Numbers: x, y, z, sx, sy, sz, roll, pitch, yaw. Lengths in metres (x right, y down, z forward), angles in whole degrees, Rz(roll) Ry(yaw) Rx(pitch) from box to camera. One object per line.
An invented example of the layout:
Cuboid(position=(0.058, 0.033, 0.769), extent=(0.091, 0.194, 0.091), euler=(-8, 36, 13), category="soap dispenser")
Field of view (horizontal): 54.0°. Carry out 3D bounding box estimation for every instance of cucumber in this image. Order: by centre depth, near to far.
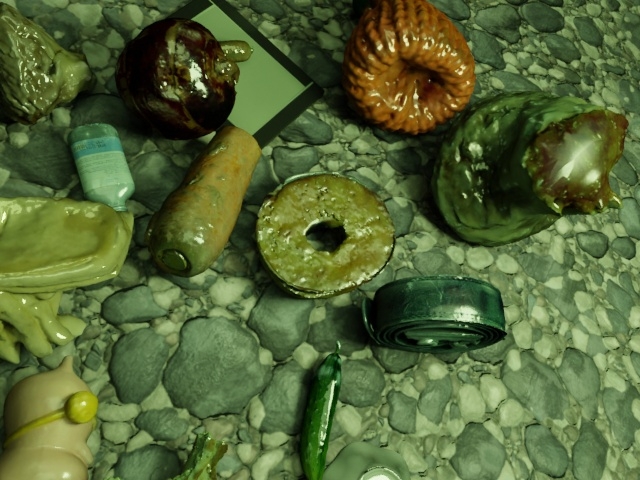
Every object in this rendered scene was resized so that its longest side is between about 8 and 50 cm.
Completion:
Cuboid(position=(0.001, 0.297, 1.105), extent=(0.056, 0.056, 0.250), euler=(18, 65, -12), category="cucumber")

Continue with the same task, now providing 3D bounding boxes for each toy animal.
Cuboid(position=(-0.393, 0.290, 0.903), extent=(0.149, 0.165, 0.248), euler=(14, 58, -9), category="toy animal")

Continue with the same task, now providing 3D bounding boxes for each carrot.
Cuboid(position=(-0.202, -0.069, 1.139), extent=(0.139, 0.138, 0.302), euler=(31, 56, -6), category="carrot")
Cuboid(position=(-0.260, -0.387, 1.283), extent=(0.254, 0.049, 0.049), euler=(-5, 70, -20), category="carrot")

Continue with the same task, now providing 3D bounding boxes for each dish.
Cuboid(position=(0.094, 0.437, 1.071), extent=(0.191, 0.066, 0.190), euler=(7, 66, -17), category="dish")

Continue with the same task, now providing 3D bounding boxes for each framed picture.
Cuboid(position=(-0.192, -0.360, 1.329), extent=(0.347, 0.016, 0.265), euler=(42, 61, 0), category="framed picture")

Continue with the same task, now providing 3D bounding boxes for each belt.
Cuboid(position=(0.206, 0.135, 1.160), extent=(0.268, 0.206, 0.116), euler=(6, 63, -11), category="belt")

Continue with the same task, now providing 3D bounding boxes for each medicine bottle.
Cuboid(position=(-0.385, -0.109, 1.130), extent=(0.090, 0.054, 0.208), euler=(-14, 76, -26), category="medicine bottle")

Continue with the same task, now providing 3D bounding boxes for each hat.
Cuboid(position=(0.159, -0.423, 1.402), extent=(0.285, 0.285, 0.400), euler=(7, 36, -18), category="hat")

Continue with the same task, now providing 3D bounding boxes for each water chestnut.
Cuboid(position=(-0.276, -0.298, 1.165), extent=(0.224, 0.238, 0.223), euler=(4, 86, -58), category="water chestnut")

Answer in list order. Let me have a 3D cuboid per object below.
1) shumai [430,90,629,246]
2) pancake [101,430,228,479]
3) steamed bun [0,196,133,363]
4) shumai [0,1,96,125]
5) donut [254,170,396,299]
Cuboid(position=(0.451, -0.149, 1.259), extent=(0.398, 0.323, 0.324), euler=(-18, 99, -20), category="shumai")
Cuboid(position=(-0.292, 0.413, 0.908), extent=(0.376, 0.054, 0.197), euler=(-32, 121, -31), category="pancake")
Cuboid(position=(-0.504, 0.066, 0.963), extent=(0.428, 0.189, 0.247), euler=(-2, 46, -21), category="steamed bun")
Cuboid(position=(-0.499, -0.317, 1.122), extent=(0.176, 0.166, 0.205), euler=(-21, 102, -36), category="shumai")
Cuboid(position=(0.000, 0.000, 1.204), extent=(0.272, 0.107, 0.272), euler=(6, 65, -13), category="donut")
